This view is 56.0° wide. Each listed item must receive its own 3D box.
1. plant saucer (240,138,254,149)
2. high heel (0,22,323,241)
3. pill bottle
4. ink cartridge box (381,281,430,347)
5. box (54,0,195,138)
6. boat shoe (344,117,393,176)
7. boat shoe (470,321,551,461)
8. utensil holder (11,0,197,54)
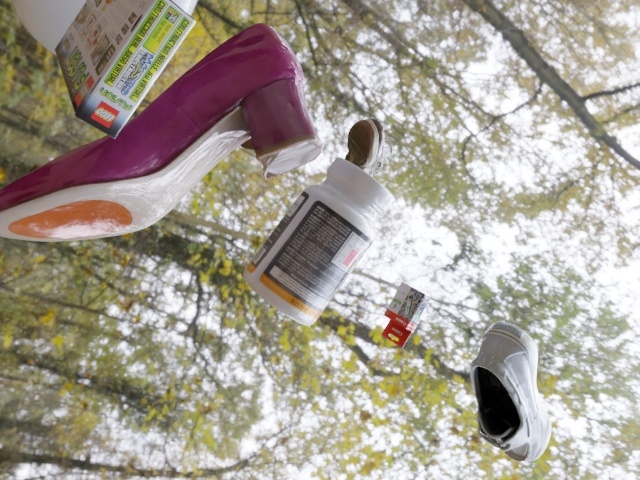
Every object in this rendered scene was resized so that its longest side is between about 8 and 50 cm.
[{"bbox_3d":[-0.112,-0.254,1.143,0.168,0.029,0.169,-13,-116,29],"label":"plant saucer"},{"bbox_3d":[-0.195,-0.123,0.681,0.127,0.377,0.181,100,-28,-66],"label":"high heel"},{"bbox_3d":[0.000,0.000,1.084,0.278,0.162,0.162,-53,-143,0],"label":"pill bottle"},{"bbox_3d":[0.162,0.147,1.189,0.062,0.029,0.115,29,-91,44],"label":"ink cartridge box"},{"bbox_3d":[-0.181,-0.179,0.531,0.114,0.036,0.207,-52,-141,10],"label":"box"},{"bbox_3d":[0.116,-0.210,1.370,0.257,0.095,0.095,115,-49,-73],"label":"boat shoe"},{"bbox_3d":[0.213,0.198,0.708,0.079,0.228,0.081,17,-132,42],"label":"boat shoe"},{"bbox_3d":[-0.314,-0.488,0.923,0.385,0.327,0.328,-36,-137,58],"label":"utensil holder"}]
